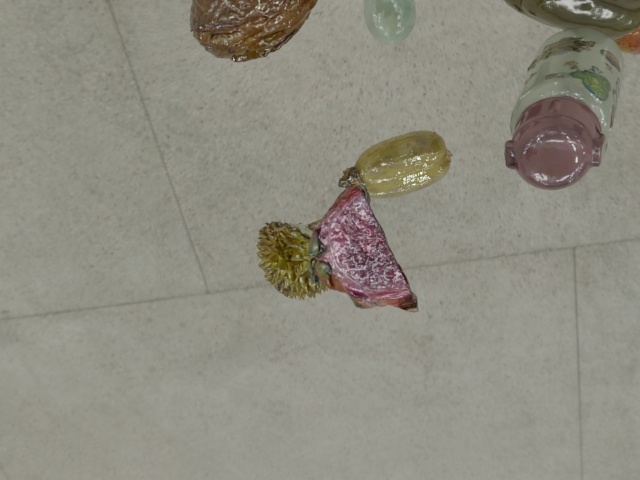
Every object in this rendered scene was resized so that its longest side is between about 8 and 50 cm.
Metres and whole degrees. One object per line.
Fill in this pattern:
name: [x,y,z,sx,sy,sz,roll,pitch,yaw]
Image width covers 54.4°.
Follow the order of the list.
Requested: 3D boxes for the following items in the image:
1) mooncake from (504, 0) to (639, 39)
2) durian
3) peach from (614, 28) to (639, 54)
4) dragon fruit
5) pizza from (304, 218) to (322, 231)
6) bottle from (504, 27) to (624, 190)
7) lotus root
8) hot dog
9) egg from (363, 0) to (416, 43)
mooncake: [0.464,-0.545,1.060,0.200,0.378,0.378,8,120,-15]
durian: [-0.029,0.043,1.111,0.183,0.250,0.138,41,86,10]
peach: [0.744,-0.630,1.467,0.289,0.372,0.373,22,121,20]
dragon fruit: [0.032,0.023,0.643,0.096,0.102,0.147,-27,88,1]
pizza: [-0.001,-0.001,1.400,0.194,0.069,0.154,-47,66,3]
bottle: [0.298,-0.157,0.761,0.120,0.253,0.120,16,136,16]
lotus root: [0.210,-0.210,1.788,0.342,0.151,0.169,-17,120,-4]
hot dog: [-0.119,-0.518,1.153,0.267,0.174,0.388,9,90,30]
egg: [0.199,-0.676,1.812,0.151,0.151,0.209,-11,81,13]
